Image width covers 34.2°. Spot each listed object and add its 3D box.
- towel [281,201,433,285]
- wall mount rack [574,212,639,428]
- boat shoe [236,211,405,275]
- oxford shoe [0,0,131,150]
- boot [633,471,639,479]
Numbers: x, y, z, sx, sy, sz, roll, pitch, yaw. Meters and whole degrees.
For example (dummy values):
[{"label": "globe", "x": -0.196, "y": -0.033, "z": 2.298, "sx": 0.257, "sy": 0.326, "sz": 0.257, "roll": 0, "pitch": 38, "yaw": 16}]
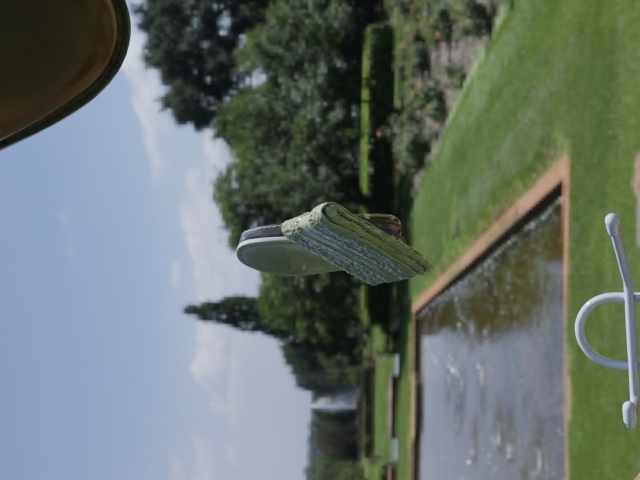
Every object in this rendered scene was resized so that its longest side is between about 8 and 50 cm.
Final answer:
[{"label": "towel", "x": 0.039, "y": 0.007, "z": 1.120, "sx": 0.110, "sy": 0.148, "sz": 0.027, "roll": -21, "pitch": 46, "yaw": 59}, {"label": "wall mount rack", "x": 0.487, "y": 0.091, "z": 1.308, "sx": 0.130, "sy": 0.350, "sz": 0.304, "roll": -42, "pitch": -53, "yaw": -61}, {"label": "boat shoe", "x": 0.000, "y": 0.000, "z": 1.393, "sx": 0.081, "sy": 0.228, "sz": 0.069, "roll": 103, "pitch": 165, "yaw": -54}, {"label": "oxford shoe", "x": -0.163, "y": -0.047, "z": 0.302, "sx": 0.096, "sy": 0.227, "sz": 0.083, "roll": -161, "pitch": 59, "yaw": -68}, {"label": "boot", "x": 0.164, "y": 0.192, "z": 0.340, "sx": 0.211, "sy": 0.104, "sz": 0.295, "roll": -56, "pitch": 23, "yaw": -5}]
